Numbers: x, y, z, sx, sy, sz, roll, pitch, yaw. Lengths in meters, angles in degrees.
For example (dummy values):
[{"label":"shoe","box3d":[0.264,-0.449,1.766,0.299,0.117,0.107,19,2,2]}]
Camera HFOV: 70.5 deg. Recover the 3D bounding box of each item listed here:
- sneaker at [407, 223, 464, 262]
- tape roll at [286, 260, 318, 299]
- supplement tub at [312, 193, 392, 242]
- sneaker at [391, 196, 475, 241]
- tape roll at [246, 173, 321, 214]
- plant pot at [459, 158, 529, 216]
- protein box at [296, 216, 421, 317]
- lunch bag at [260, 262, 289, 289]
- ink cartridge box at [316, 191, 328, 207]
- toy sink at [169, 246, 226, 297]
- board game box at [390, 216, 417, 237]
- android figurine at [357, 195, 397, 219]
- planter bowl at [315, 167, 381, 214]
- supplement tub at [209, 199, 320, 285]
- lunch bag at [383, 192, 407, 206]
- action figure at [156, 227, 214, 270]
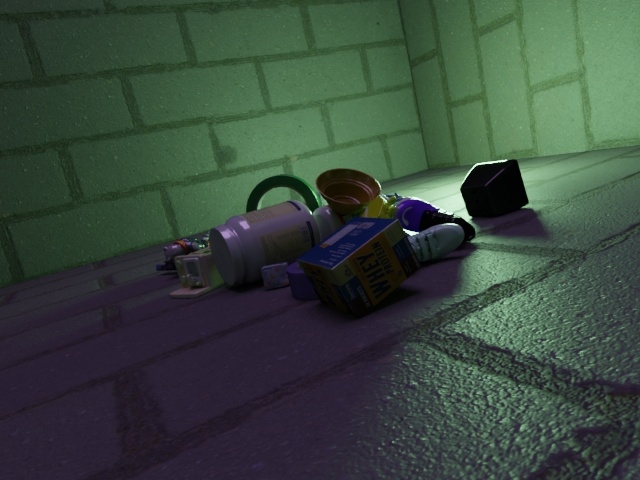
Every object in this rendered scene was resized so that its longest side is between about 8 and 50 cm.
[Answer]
[{"label":"sneaker","box3d":[0.275,0.029,1.246,0.255,0.094,0.151,-21,3,14]},{"label":"tape roll","box3d":[0.003,0.096,1.272,0.188,0.080,0.189,-13,11,3]},{"label":"supplement tub","box3d":[0.119,-0.058,1.636,0.272,0.191,0.191,-18,12,-28]},{"label":"sneaker","box3d":[0.360,-0.055,1.378,0.293,0.102,0.146,11,11,-31]},{"label":"tape roll","box3d":[-0.158,-0.125,1.969,0.321,0.322,0.077,-11,9,8]},{"label":"plant pot","box3d":[0.649,-0.185,1.736,0.167,0.188,0.187,-32,18,-27]},{"label":"protein box","box3d":[0.088,0.054,1.091,0.201,0.136,0.199,-36,18,-19]},{"label":"lunch bag","box3d":[-0.134,0.108,1.397,0.083,0.071,0.053,-13,6,10]},{"label":"ink cartridge box","box3d":[0.028,-0.148,2.232,0.082,0.191,0.139,-2,16,42]},{"label":"toy sink","box3d":[-0.419,0.101,1.613,0.152,0.131,0.234,-6,13,37]},{"label":"board game box","box3d":[0.296,-0.019,1.462,0.145,0.027,0.281,23,14,2]},{"label":"android figurine","box3d":[0.137,-0.027,1.383,0.273,0.056,0.248,-48,16,28]},{"label":"planter bowl","box3d":[0.088,-0.149,1.518,0.217,0.090,0.217,4,40,-3]},{"label":"supplement tub","box3d":[-0.190,0.007,1.552,0.324,0.236,0.235,-19,12,-30]},{"label":"lunch bag","box3d":[0.214,-0.142,1.880,0.303,0.115,0.243,0,6,-2]},{"label":"action figure","box3d":[-0.584,0.045,2.025,0.341,0.179,0.330,-6,3,25]}]
